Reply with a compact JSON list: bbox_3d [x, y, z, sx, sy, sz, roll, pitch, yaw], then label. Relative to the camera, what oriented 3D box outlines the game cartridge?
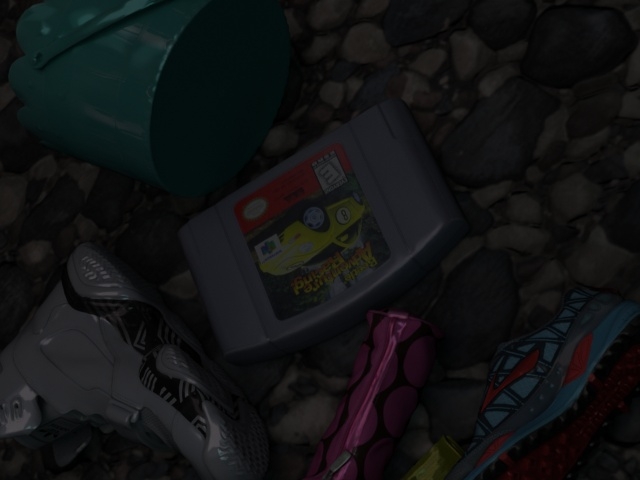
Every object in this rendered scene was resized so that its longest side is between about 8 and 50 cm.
[{"bbox_3d":[0.000,0.000,1.480,0.294,0.060,0.196,-32,63,12],"label":"game cartridge"}]

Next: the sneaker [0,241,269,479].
[{"bbox_3d":[-0.210,0.178,1.467,0.210,0.137,0.366,-47,52,3],"label":"sneaker"}]

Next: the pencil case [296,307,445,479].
[{"bbox_3d":[0.048,0.163,1.360,0.095,0.098,0.209,15,76,31],"label":"pencil case"}]

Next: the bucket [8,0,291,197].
[{"bbox_3d":[-0.174,-0.190,1.524,0.183,0.281,0.281,24,82,27],"label":"bucket"}]

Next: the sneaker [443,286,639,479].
[{"bbox_3d":[0.198,0.151,1.302,0.262,0.104,0.125,-45,40,-6],"label":"sneaker"}]

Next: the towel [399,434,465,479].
[{"bbox_3d":[0.155,0.293,1.297,0.102,0.021,0.237,-45,57,3],"label":"towel"}]
